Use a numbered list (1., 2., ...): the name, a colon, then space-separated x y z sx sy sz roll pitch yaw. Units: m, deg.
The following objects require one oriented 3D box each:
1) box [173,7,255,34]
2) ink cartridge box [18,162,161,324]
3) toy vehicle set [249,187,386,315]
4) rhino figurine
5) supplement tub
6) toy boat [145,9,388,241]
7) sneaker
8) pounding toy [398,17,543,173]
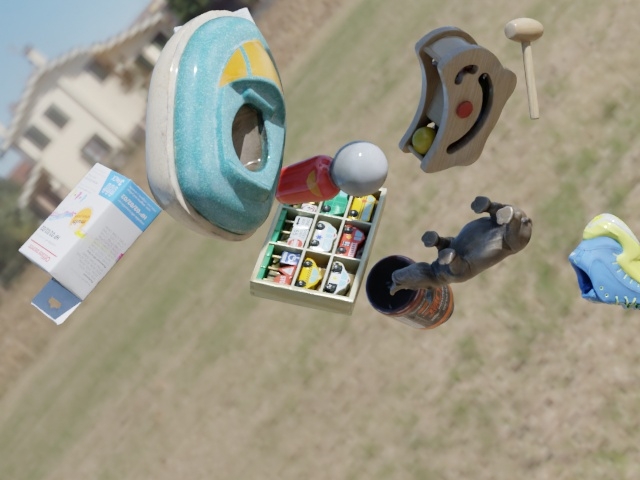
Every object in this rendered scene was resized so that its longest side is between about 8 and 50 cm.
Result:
1. box: -0.121 -0.224 1.710 0.101 0.087 0.102 -17 36 -4
2. ink cartridge box: -0.285 0.002 1.610 0.181 0.061 0.104 -50 33 -11
3. toy vehicle set: 0.000 0.000 2.199 0.035 0.166 0.267 92 -168 -45
4. rhino figurine: 0.195 0.021 1.927 0.243 0.106 0.073 -34 56 26
5. supplement tub: 0.160 0.093 2.304 0.106 0.106 0.198 -48 -29 9
6. toy boat: -0.059 -0.116 1.531 0.148 0.318 0.267 -11 67 33
7. sneaker: 0.481 0.077 2.147 0.126 0.240 0.091 -43 6 -6
8. pounding toy: 0.222 -0.214 2.020 0.155 0.154 0.269 49 122 44
